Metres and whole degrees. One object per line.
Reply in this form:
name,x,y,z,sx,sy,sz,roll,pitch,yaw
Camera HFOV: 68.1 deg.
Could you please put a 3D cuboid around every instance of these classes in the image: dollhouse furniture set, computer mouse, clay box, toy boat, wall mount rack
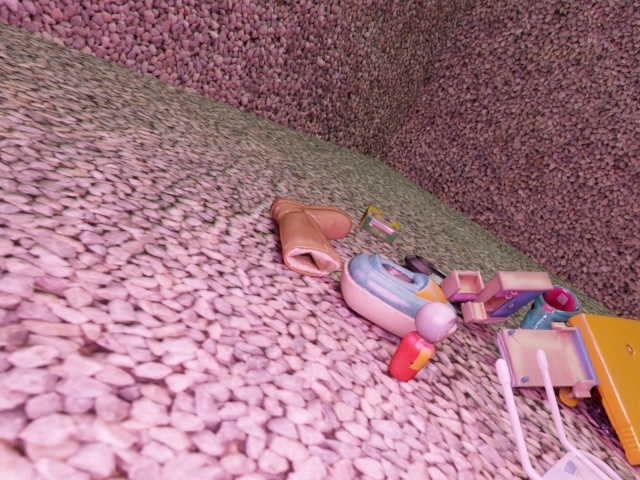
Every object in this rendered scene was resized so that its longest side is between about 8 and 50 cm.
dollhouse furniture set,0.434,0.251,1.128,0.286,0.198,0.303,2,57,-14
computer mouse,0.649,0.384,1.153,0.071,0.041,0.242,19,25,-6
clay box,0.211,-0.063,1.660,0.127,0.053,0.222,30,18,-1
toy boat,0.172,0.127,0.910,0.267,0.148,0.318,27,17,-9
wall mount rack,0.409,0.330,0.753,0.350,0.130,0.304,10,26,-49

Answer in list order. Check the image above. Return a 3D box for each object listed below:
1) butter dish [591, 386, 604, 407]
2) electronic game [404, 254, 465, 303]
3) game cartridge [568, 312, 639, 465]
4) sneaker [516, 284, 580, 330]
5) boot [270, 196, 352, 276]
butter dish,0.781,0.385,1.207,0.160,0.118,0.160,19,21,-28
electronic game,0.341,0.115,1.376,0.229,0.048,0.229,33,11,-7
game cartridge,0.734,0.336,1.101,0.285,0.052,0.324,10,56,-29
sneaker,0.696,0.221,1.427,0.124,0.178,0.295,40,20,30
boot,0.000,0.000,1.111,0.236,0.089,0.269,10,23,-20
